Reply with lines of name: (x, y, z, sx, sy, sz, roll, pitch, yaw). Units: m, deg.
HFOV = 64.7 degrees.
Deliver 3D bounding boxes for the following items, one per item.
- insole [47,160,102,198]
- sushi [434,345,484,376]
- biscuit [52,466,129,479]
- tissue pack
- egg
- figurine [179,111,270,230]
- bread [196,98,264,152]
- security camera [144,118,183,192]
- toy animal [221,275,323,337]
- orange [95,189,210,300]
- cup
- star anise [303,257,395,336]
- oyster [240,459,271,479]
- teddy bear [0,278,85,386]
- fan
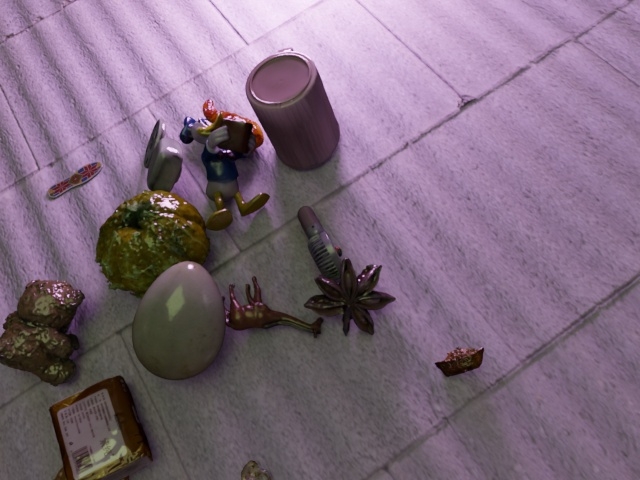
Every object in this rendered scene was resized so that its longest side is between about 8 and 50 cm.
insole: (-0.780, -0.194, 1.609, 0.193, 0.006, 0.065, -31, 65, -6)
sushi: (0.329, 0.280, 1.186, 0.118, 0.061, 0.060, -18, 76, 2)
biscuit: (-0.595, 0.632, 1.190, 0.186, 0.044, 0.295, 31, 74, 23)
tissue pack: (-0.525, 0.460, 1.206, 0.183, 0.092, 0.226, -23, 57, -19)
egg: (-0.336, 0.193, 1.224, 0.219, 0.218, 0.295, 20, 103, 17)
figurine: (-0.295, -0.242, 1.406, 0.205, 0.283, 0.338, -21, 63, -40)
bread: (-0.294, -0.340, 1.545, 0.269, 0.095, 0.139, 32, 77, 16)
security camera: (-0.467, -0.253, 1.499, 0.157, 0.080, 0.301, -62, 33, 22)
toy animal: (-0.132, 0.187, 1.305, 0.224, 0.066, 0.229, -22, 53, -20)
orange: (-0.458, -0.001, 1.354, 0.301, 0.223, 0.300, -21, 59, 0)
cup: (-0.060, -0.390, 1.434, 0.208, 0.273, 0.288, 16, 71, 23)
star anise: (0.081, 0.131, 1.245, 0.212, 0.073, 0.197, 38, 98, -14)
oyster: (-0.144, 0.550, 1.166, 0.083, 0.019, 0.054, 30, 72, 22)
teddy bear: (-0.741, 0.223, 1.337, 0.267, 0.156, 0.256, 15, 68, 17)
fan: (0.000, 0.000, 1.339, 0.074, 0.130, 0.244, -29, 53, 2)
